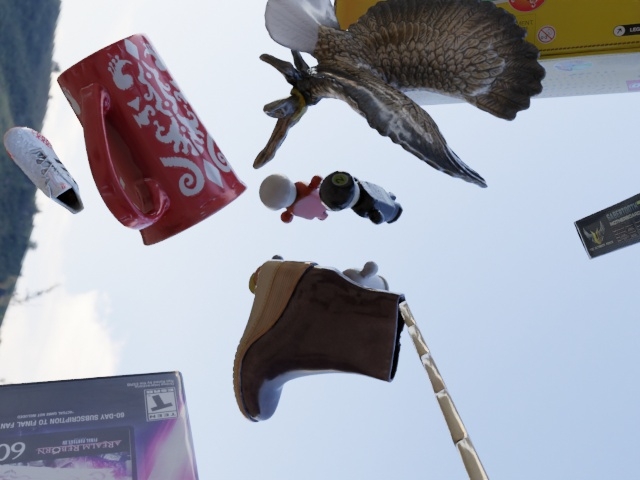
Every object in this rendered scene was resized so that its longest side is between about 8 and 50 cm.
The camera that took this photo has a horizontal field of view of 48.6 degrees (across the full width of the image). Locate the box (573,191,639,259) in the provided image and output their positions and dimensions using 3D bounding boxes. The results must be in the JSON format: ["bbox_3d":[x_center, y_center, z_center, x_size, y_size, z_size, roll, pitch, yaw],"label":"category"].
[{"bbox_3d":[0.438,-0.053,0.814,0.059,0.184,0.233,68,-20,8],"label":"box"}]

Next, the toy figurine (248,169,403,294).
[{"bbox_3d":[0.000,0.000,1.069,0.213,0.148,0.209,6,-95,43],"label":"toy figurine"}]

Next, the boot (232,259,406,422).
[{"bbox_3d":[-0.004,0.156,0.933,0.207,0.090,0.248,16,-75,25],"label":"boot"}]

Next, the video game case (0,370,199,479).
[{"bbox_3d":[-0.160,0.173,0.386,0.274,0.196,0.026,-120,-148,-57],"label":"video game case"}]

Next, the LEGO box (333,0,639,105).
[{"bbox_3d":[0.279,-0.395,0.963,0.501,0.193,0.372,2,-94,27],"label":"LEGO box"}]

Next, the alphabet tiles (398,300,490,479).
[{"bbox_3d":[0.099,0.161,0.340,0.009,0.237,0.198,-24,-167,4],"label":"alphabet tiles"}]

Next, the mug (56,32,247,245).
[{"bbox_3d":[-0.154,-0.092,0.640,0.113,0.169,0.150,-29,-167,-5],"label":"mug"}]

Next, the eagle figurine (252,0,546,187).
[{"bbox_3d":[0.082,-0.181,0.837,0.298,0.225,0.226,8,-85,42],"label":"eagle figurine"}]

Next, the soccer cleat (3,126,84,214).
[{"bbox_3d":[-0.201,-0.051,0.523,0.029,0.083,0.035,-36,-127,-11],"label":"soccer cleat"}]
